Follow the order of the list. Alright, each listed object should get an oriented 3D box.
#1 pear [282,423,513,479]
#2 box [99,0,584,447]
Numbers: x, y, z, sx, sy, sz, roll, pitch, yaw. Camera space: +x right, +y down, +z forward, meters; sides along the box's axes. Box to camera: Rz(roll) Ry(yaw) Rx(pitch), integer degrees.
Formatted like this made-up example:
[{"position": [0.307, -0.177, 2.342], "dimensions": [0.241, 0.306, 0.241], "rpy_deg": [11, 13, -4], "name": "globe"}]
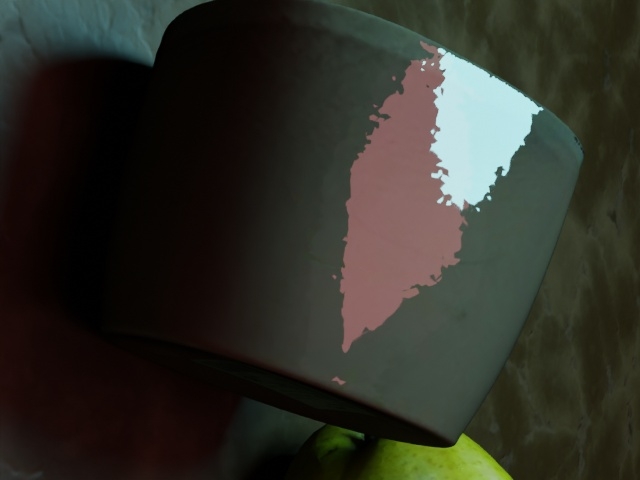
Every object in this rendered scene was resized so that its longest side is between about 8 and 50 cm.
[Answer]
[{"position": [0.061, 0.299, 0.859], "dimensions": [0.336, 0.285, 0.285], "rpy_deg": [50, 39, 15], "name": "pear"}, {"position": [0.000, 0.000, 0.781], "dimensions": [0.301, 0.301, 0.216], "rpy_deg": [34, 70, -45], "name": "box"}]
